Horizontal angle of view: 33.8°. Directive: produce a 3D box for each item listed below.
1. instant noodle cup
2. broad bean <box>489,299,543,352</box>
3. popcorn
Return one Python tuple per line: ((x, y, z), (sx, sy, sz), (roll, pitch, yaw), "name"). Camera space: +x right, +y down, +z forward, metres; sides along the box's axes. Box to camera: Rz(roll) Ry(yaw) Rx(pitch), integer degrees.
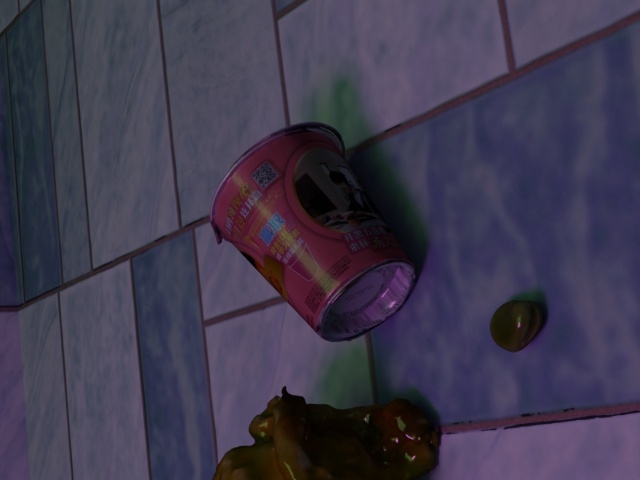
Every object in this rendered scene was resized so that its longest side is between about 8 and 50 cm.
((0.000, 0.000, 1.494), (0.255, 0.244, 0.244), (53, 130, 31), "instant noodle cup")
((0.240, 0.105, 1.298), (0.083, 0.045, 0.063), (-42, 55, 54), "broad bean")
((0.006, 0.379, 1.438), (0.290, 0.326, 0.321), (-42, 13, 49), "popcorn")
